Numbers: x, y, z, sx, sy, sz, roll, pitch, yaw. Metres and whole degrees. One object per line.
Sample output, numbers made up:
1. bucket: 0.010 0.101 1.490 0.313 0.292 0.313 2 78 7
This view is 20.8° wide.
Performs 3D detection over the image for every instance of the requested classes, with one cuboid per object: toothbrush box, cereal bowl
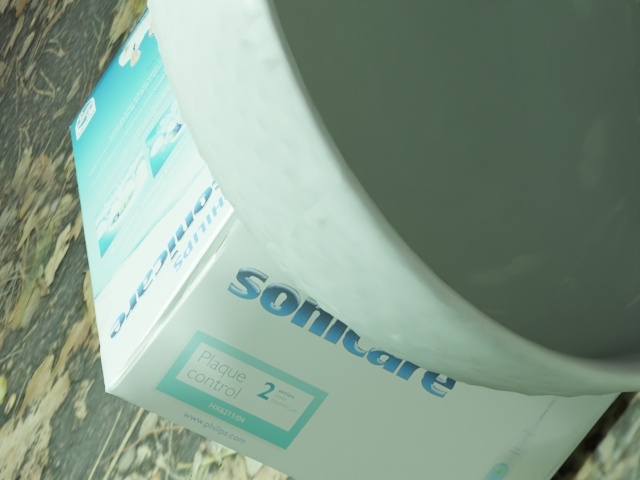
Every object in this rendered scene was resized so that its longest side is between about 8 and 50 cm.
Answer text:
1. toothbrush box: 0.000 0.000 0.898 0.126 0.216 0.295 -55 25 16
2. cereal bowl: 0.064 -0.098 0.716 0.141 0.339 0.339 -20 48 50
